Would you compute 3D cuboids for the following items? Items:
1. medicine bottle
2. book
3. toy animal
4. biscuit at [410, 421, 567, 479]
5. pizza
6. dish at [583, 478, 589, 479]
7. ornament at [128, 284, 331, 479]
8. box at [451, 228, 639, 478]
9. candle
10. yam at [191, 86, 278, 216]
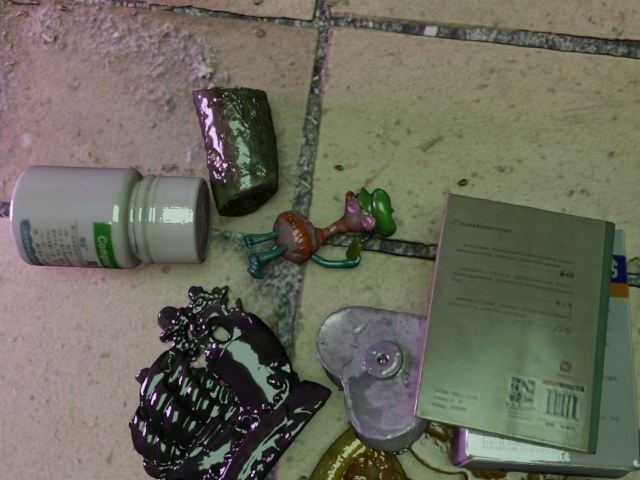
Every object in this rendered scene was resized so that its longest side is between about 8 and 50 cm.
[{"bbox_3d":[-0.271,-0.029,1.047,0.237,0.139,0.139,2,79,1],"label":"medicine bottle"},{"bbox_3d":[0.231,0.090,0.931,0.215,0.025,0.282,12,71,6],"label":"book"},{"bbox_3d":[0.000,0.000,1.058,0.208,0.100,0.103,-19,101,-10],"label":"toy animal"},{"bbox_3d":[0.212,0.250,1.024,0.249,0.035,0.184,24,77,7],"label":"biscuit"},{"bbox_3d":[0.067,0.366,0.996,0.197,0.058,0.292,17,80,5],"label":"pizza"},{"bbox_3d":[0.298,0.351,0.944,0.230,0.229,0.081,-23,47,-2],"label":"dish"},{"bbox_3d":[-0.144,0.198,1.025,0.260,0.106,0.251,36,81,13],"label":"ornament"},{"bbox_3d":[0.271,0.133,0.983,0.200,0.106,0.299,4,68,2],"label":"box"},{"bbox_3d":[0.091,0.160,1.005,0.169,0.068,0.192,-30,60,-2],"label":"candle"},{"bbox_3d":[-0.110,-0.129,1.080,0.107,0.107,0.183,-10,82,0],"label":"yam"}]
